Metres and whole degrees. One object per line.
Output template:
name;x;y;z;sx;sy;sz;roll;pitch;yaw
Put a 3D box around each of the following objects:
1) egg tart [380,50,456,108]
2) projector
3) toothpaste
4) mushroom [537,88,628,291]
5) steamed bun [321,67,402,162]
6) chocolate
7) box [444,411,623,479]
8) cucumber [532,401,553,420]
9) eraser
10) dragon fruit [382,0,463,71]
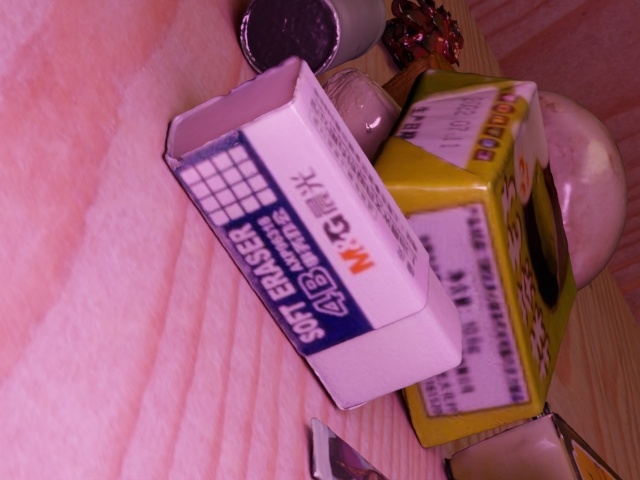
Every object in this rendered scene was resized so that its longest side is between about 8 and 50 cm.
egg tart;0.120;-0.107;1.835;0.202;0.147;0.202;56;15;-24
projector;-0.002;-0.240;1.723;0.108;0.108;0.337;63;14;-5
toothpaste;0.052;0.219;1.282;0.216;0.037;0.062;45;24;-38
mushroom;0.251;-0.055;2.084;0.290;0.297;0.297;-4;63;-35
steamed bun;0.048;-0.122;1.707;0.112;0.091;0.130;36;13;-41
chocolate;0.158;0.008;1.571;0.289;0.137;0.301;-59;137;-56
box;0.306;0.419;1.622;0.420;0.138;0.373;44;25;-55
cucumber;0.314;0.280;2.082;0.135;0.033;0.034;68;-23;16
eraser;0.000;0.000;1.284;0.287;0.130;0.086;58;18;-26
dragon fruit;0.157;-0.310;2.371;0.142;0.121;0.130;27;-3;-25
